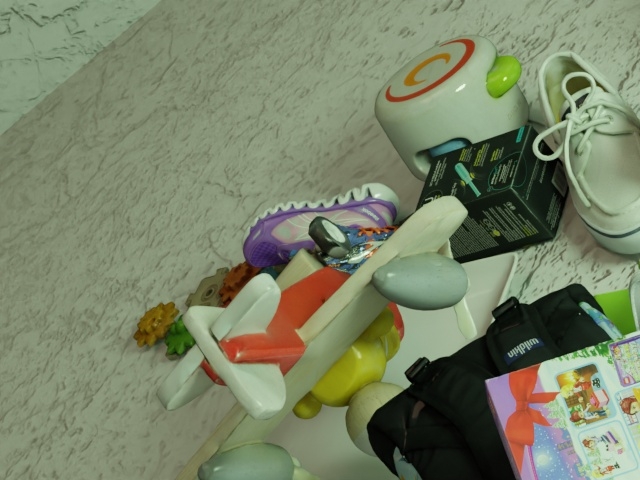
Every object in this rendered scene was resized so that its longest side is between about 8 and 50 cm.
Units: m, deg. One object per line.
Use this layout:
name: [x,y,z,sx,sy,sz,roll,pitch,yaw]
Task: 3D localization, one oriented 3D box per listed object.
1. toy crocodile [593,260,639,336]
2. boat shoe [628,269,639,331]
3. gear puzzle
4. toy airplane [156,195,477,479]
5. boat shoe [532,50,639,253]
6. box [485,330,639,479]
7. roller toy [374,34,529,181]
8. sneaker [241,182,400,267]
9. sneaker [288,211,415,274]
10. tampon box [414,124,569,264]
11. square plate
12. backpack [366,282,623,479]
toy crocodile: [0.429,0.054,1.636,0.340,0.105,0.115,-21,79,42]
boat shoe: [0.351,0.113,1.596,0.066,0.063,0.184,-28,74,41]
gear puzzle: [-0.166,0.094,2.390,0.339,0.044,0.175,-14,40,42]
toy airplane: [0.000,0.140,1.789,0.384,0.272,0.386,-43,-7,-24]
boat shoe: [0.334,-0.134,1.943,0.136,0.156,0.367,-34,30,18]
box: [0.278,0.221,1.319,0.201,0.057,0.293,-18,61,0]
roller toy: [0.184,-0.177,2.201,0.191,0.146,0.209,-38,22,-8]
sneaker: [0.000,0.000,2.232,0.236,0.095,0.104,-16,50,14]
sneaker: [0.054,0.011,2.127,0.221,0.087,0.083,-28,10,-17]
tampon box: [0.221,-0.056,2.041,0.161,0.101,0.120,-18,38,40]
square plate: [0.075,0.186,1.963,0.347,0.049,0.344,-16,39,40]
backpack: [0.242,0.230,1.520,0.290,0.273,0.355,-34,15,-6]
